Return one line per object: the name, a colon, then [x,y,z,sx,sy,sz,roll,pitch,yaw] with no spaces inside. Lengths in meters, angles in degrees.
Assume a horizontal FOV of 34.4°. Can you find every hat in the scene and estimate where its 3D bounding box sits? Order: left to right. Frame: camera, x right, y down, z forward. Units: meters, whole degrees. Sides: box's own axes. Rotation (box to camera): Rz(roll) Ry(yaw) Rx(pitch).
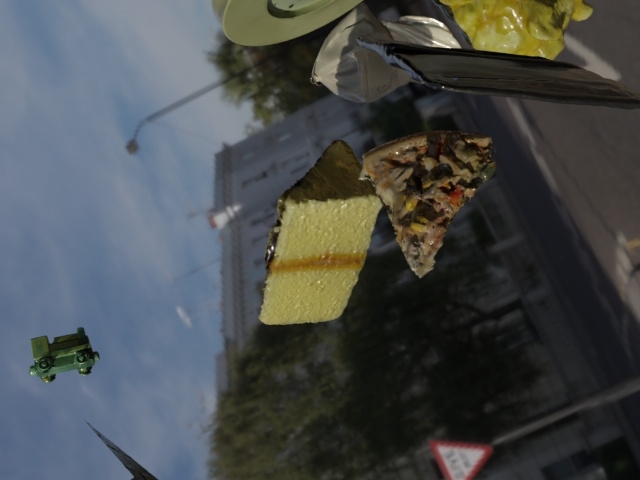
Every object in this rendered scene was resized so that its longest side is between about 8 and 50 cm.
hat: [0.119,-0.269,1.685,0.226,0.164,0.219,32,170,15]

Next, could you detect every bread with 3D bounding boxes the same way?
bread: [0.000,0.000,1.478,0.266,0.141,0.178,109,179,-46]

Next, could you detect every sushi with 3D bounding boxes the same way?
sushi: [-0.278,0.453,1.732,0.292,0.059,0.294,35,166,42]

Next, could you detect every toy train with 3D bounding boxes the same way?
toy train: [-0.451,0.201,1.810,0.050,0.122,0.081,97,158,-58]

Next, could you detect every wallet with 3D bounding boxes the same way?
wallet: [0.189,-0.180,1.101,0.323,0.247,0.041,-119,36,-68]

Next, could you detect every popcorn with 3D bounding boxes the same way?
popcorn: [0.298,-0.406,1.674,0.286,0.252,0.215,58,155,16]

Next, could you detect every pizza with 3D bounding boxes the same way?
pizza: [0.121,-0.049,1.245,0.052,0.185,0.195,42,-133,-51]

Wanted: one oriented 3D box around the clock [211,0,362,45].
clock: [-0.004,-0.281,1.066,0.029,0.235,0.235,61,-174,11]
